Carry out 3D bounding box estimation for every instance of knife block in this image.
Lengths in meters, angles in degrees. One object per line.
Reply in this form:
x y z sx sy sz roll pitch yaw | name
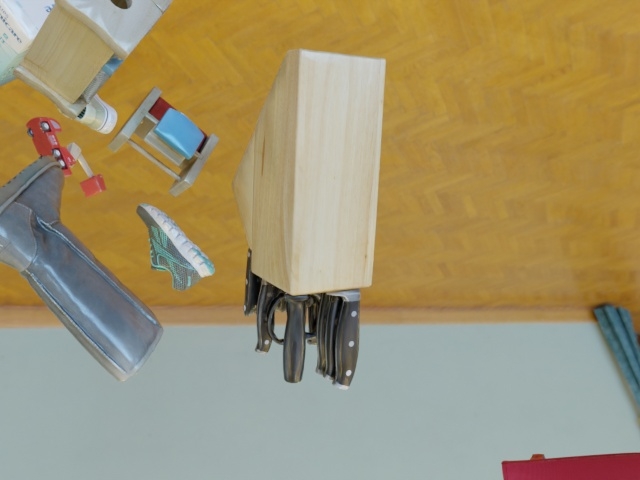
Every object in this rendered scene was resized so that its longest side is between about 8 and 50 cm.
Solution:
0.000 0.000 0.549 0.088 0.242 0.275 -4 149 -29 | knife block

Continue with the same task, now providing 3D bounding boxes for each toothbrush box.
-0.691 -0.489 1.362 0.296 0.216 0.126 -16 115 41 | toothbrush box

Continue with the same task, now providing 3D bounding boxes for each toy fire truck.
-0.578 -0.189 1.335 0.047 0.191 0.135 -19 -173 16 | toy fire truck

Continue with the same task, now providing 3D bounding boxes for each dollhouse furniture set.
-0.155 -0.163 0.557 0.184 0.128 0.129 39 142 -25 | dollhouse furniture set

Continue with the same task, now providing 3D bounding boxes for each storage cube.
0.383 0.407 0.816 0.193 0.214 0.184 -14 148 26 | storage cube

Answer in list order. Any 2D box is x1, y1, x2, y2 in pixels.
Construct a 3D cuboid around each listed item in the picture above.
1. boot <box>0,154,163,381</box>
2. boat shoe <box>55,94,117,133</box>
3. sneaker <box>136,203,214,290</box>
-0.245 0.023 0.604 0.208 0.189 0.076 41 113 -20 | boot
-0.675 -0.386 1.622 0.094 0.302 0.109 24 94 -55 | boat shoe
-0.246 0.012 0.919 0.076 0.166 0.065 -44 165 -2 | sneaker
